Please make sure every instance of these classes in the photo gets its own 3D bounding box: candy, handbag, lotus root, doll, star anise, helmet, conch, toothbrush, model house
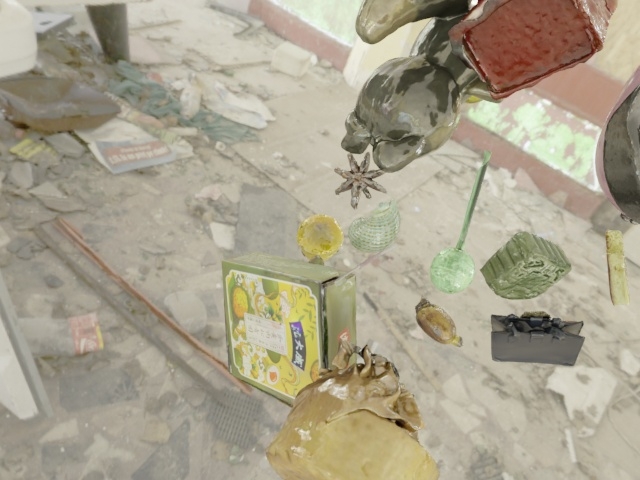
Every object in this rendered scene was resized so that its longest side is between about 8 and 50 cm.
[{"bbox_3d":[0.416,-0.058,1.299,0.119,0.119,0.439,22,76,-3],"label":"candy"},{"bbox_3d":[0.793,0.360,1.715,0.303,0.329,0.122,-1,60,21],"label":"handbag"},{"bbox_3d":[0.582,0.419,2.305,0.314,0.141,0.169,47,23,19],"label":"lotus root"},{"bbox_3d":[0.161,-0.338,0.905,0.378,0.382,0.252,48,-10,-29],"label":"doll"},{"bbox_3d":[0.088,-0.145,1.063,0.141,0.141,0.042,39,8,18],"label":"star anise"},{"bbox_3d":[0.433,-0.132,0.552,0.198,0.253,0.154,19,-3,-4],"label":"helmet"},{"bbox_3d":[0.184,-0.037,1.460,0.172,0.200,0.131,-23,84,-41],"label":"conch"},{"bbox_3d":[0.101,0.051,1.019,0.194,0.014,0.017,-31,88,-32],"label":"toothbrush"},{"bbox_3d":[0.370,-0.391,0.781,0.160,0.196,0.254,49,58,-18],"label":"model house"}]

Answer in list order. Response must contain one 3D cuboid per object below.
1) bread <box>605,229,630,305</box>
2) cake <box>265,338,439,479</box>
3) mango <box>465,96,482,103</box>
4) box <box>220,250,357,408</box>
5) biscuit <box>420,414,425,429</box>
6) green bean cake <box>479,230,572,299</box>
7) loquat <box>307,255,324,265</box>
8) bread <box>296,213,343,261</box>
[{"bbox_3d":[0.905,0.080,1.409,0.088,0.049,0.226,-9,92,-53],"label":"bread"},{"bbox_3d":[0.094,0.379,0.937,0.332,0.332,0.321,29,57,6],"label":"cake"},{"bbox_3d":[0.411,-0.530,1.361,0.317,0.176,0.119,49,-8,-33],"label":"mango"},{"bbox_3d":[-0.096,0.245,1.280,0.420,0.373,0.138,9,15,41],"label":"box"},{"bbox_3d":[0.269,0.532,1.624,0.044,0.202,0.288,-34,58,-5],"label":"biscuit"},{"bbox_3d":[0.677,0.095,1.531,0.223,0.227,0.125,17,44,-25],"label":"green bean cake"},{"bbox_3d":[-0.100,0.203,1.619,0.328,0.328,0.359,33,77,11],"label":"loquat"},{"bbox_3d":[-0.002,-0.004,1.845,0.197,0.170,0.197,0,61,0],"label":"bread"}]
